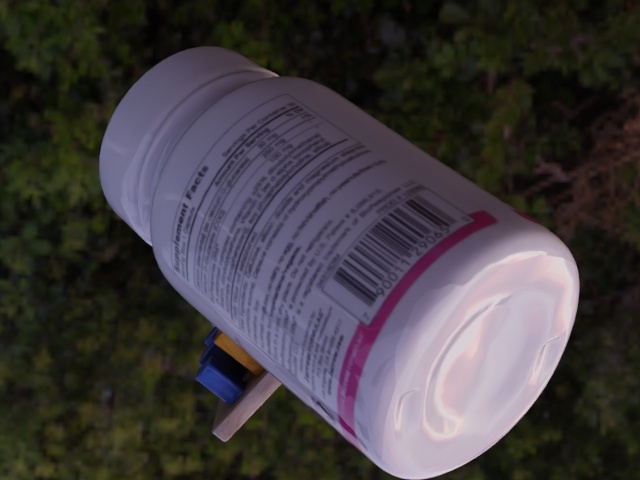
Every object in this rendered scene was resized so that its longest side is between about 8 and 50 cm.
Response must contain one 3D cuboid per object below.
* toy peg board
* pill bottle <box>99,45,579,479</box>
[{"bbox_3d":[-0.050,0.053,1.171,0.079,0.161,0.160,40,107,-11],"label":"toy peg board"},{"bbox_3d":[0.000,0.000,0.851,0.283,0.160,0.160,37,180,37],"label":"pill bottle"}]
